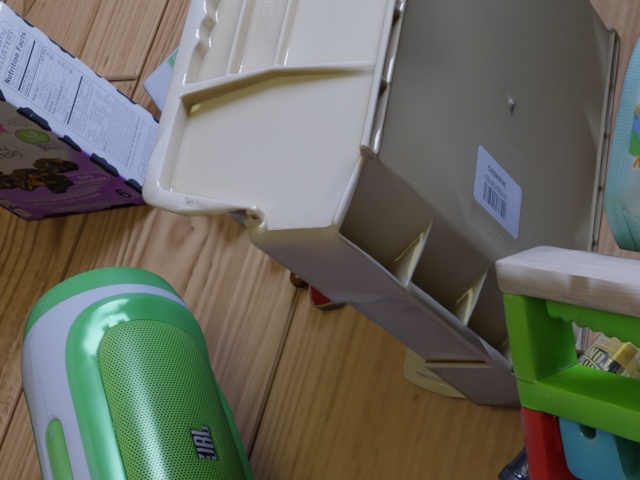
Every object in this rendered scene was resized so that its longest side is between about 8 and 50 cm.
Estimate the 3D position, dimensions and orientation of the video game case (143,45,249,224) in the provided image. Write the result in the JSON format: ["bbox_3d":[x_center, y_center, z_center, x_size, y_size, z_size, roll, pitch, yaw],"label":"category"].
[{"bbox_3d":[-0.030,-0.144,0.910,0.212,0.023,0.193,-44,48,9],"label":"video game case"}]

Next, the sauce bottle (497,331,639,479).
[{"bbox_3d":[0.147,0.089,0.633,0.128,0.042,0.042,-51,47,1],"label":"sauce bottle"}]

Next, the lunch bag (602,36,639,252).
[{"bbox_3d":[0.249,-0.080,0.435,0.223,0.160,0.262,25,86,48],"label":"lunch bag"}]

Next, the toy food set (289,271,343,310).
[{"bbox_3d":[0.000,0.000,0.812,0.078,0.019,0.122,-32,58,19],"label":"toy food set"}]

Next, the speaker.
[{"bbox_3d":[-0.104,0.158,0.720,0.131,0.131,0.296,-37,49,15],"label":"speaker"}]

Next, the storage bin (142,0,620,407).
[{"bbox_3d":[0.053,-0.068,0.643,0.123,0.262,0.260,-3,64,33],"label":"storage bin"}]

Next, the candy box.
[{"bbox_3d":[-0.243,-0.093,0.924,0.165,0.196,0.070,-6,62,35],"label":"candy box"}]

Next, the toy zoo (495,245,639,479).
[{"bbox_3d":[0.161,0.154,0.472,0.192,0.030,0.293,11,115,60],"label":"toy zoo"}]
